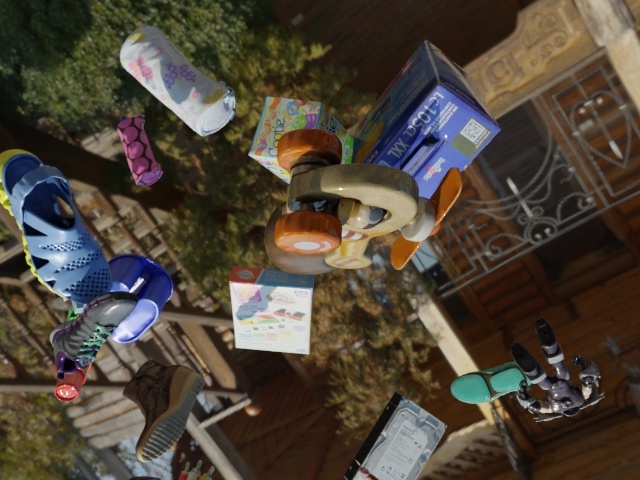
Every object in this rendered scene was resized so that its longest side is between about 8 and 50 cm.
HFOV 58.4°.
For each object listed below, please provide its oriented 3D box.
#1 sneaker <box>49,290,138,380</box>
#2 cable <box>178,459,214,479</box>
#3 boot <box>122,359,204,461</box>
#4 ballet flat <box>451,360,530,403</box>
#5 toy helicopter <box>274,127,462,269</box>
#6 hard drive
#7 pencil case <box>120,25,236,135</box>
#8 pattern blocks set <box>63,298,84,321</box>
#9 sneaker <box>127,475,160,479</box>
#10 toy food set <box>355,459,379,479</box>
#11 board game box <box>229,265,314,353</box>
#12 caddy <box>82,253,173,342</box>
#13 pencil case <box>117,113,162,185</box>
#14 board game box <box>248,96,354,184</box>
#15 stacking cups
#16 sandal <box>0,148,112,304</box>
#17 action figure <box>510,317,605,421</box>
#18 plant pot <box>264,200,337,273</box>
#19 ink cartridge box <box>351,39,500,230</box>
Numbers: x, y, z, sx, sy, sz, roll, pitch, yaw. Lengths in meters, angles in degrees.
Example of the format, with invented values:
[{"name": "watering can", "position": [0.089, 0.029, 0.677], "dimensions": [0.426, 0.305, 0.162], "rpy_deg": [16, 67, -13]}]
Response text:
[{"name": "sneaker", "position": [-0.401, 0.173, 1.029], "dimensions": [0.223, 0.098, 0.083], "rpy_deg": [-32, 148, 28]}, {"name": "cable", "position": [-0.375, 0.730, 1.514], "dimensions": [0.139, 0.072, 0.287], "rpy_deg": [-9, -134, 35]}, {"name": "boot", "position": [-0.419, 0.414, 1.419], "dimensions": [0.206, 0.090, 0.248], "rpy_deg": [3, -135, 34]}, {"name": "ballet flat", "position": [0.454, 0.368, 1.485], "dimensions": [0.087, 0.083, 0.247], "rpy_deg": [-4, 161, -39]}, {"name": "toy helicopter", "position": [0.063, -0.024, 0.823], "dimensions": [0.234, 0.140, 0.355], "rpy_deg": [0, 162, 1]}, {"name": "hard drive", "position": [0.264, 0.722, 1.970], "dimensions": [0.339, 0.237, 0.064], "rpy_deg": [-56, -158, -10]}, {"name": "pencil case", "position": [-0.315, -0.354, 1.267], "dimensions": [0.113, 0.273, 0.124], "rpy_deg": [-38, 165, -51]}, {"name": "pattern blocks set", "position": [-0.705, 0.061, 1.577], "dimensions": [0.026, 0.325, 0.285], "rpy_deg": [-10, 170, -34]}, {"name": "sneaker", "position": [-0.395, 0.542, 1.222], "dimensions": [0.053, 0.059, 0.144], "rpy_deg": [-5, 173, 19]}, {"name": "toy food set", "position": [0.141, 0.651, 1.564], "dimensions": [0.019, 0.122, 0.078], "rpy_deg": [-48, 150, -16]}, {"name": "board game box", "position": [-0.144, 0.218, 1.735], "dimensions": [0.242, 0.317, 0.064], "rpy_deg": [5, -137, 1]}, {"name": "caddy", "position": [-0.662, 0.190, 1.970], "dimensions": [0.341, 0.241, 0.179], "rpy_deg": [-41, -158, 31]}, {"name": "pencil case", "position": [-0.544, -0.274, 1.736], "dimensions": [0.098, 0.209, 0.095], "rpy_deg": [-26, 169, 16]}, {"name": "board game box", "position": [-0.022, -0.204, 1.335], "dimensions": [0.142, 0.144, 0.275], "rpy_deg": [13, 172, 27]}, {"name": "stacking cups", "position": [-0.693, 0.330, 1.658], "dimensions": [0.096, 0.096, 0.316], "rpy_deg": [-34, -151, 6]}, {"name": "sandal", "position": [-0.477, -0.017, 1.037], "dimensions": [0.138, 0.317, 0.126], "rpy_deg": [1, -146, 46]}, {"name": "action figure", "position": [0.517, 0.304, 1.264], "dimensions": [0.185, 0.285, 0.099], "rpy_deg": [-34, -146, 6]}, {"name": "plant pot", "position": [0.000, 0.000, 1.510], "dimensions": [0.215, 0.215, 0.230], "rpy_deg": [-38, -156, -22]}, {"name": "ink cartridge box", "position": [0.190, -0.203, 1.126], "dimensions": [0.270, 0.151, 0.395], "rpy_deg": [-51, -163, 28]}]
